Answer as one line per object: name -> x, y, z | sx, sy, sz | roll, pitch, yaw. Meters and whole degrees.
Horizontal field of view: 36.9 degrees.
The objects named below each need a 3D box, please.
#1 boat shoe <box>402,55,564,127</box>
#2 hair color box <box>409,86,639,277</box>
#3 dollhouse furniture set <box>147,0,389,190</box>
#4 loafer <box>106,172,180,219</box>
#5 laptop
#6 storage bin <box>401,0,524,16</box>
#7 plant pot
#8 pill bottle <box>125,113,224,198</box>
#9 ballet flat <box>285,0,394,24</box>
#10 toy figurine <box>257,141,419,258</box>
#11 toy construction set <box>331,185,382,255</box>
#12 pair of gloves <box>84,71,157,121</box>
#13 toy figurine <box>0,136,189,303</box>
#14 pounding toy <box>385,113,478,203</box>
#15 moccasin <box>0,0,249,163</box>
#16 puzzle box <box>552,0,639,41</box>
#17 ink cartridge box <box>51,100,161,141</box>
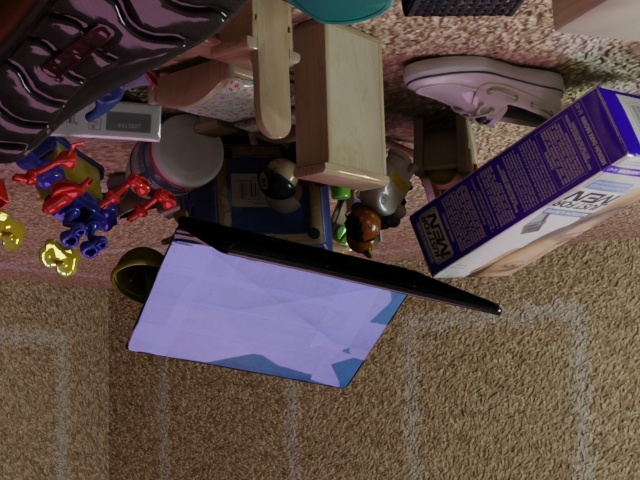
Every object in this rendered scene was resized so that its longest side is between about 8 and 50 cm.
boat shoe -> 0.212, -0.181, 1.204 | 0.226, 0.075, 0.083 | 1, 171, -19
hair color box -> 0.308, -0.065, 1.301 | 0.185, 0.110, 0.339 | 1, 154, -43
dollhouse furniture set -> -0.107, -0.131, 1.141 | 0.356, 0.173, 0.303 | -9, 169, 39
loafer -> -0.263, -0.079, 1.741 | 0.251, 0.087, 0.094 | -3, 171, 10
laptop -> -0.033, 0.124, 1.345 | 0.382, 0.236, 0.408 | 13, -177, -21
storage bin -> 0.107, -0.236, 0.646 | 0.084, 0.122, 0.180 | -1, 172, -5
plant pot -> -0.103, -0.044, 1.565 | 0.236, 0.235, 0.212 | 0, 164, -13
pill bottle -> -0.226, -0.116, 1.433 | 0.108, 0.107, 0.180 | 2, 171, -28
ballet flat -> -0.063, -0.246, 0.519 | 0.147, 0.147, 0.409 | -6, 168, 24
toy figurine -> 0.023, -0.077, 1.368 | 0.210, 0.148, 0.213 | 33, 173, 3
toy construction set -> 0.000, 0.000, 1.830 | 0.257, 0.237, 0.309 | 5, 168, -41
pair of gloves -> -0.265, -0.190, 0.993 | 0.159, 0.023, 0.198 | -10, 149, 18
toy figurine -> -0.318, -0.075, 1.379 | 0.191, 0.217, 0.362 | -39, 140, 13
pounding toy -> 0.170, -0.097, 1.497 | 0.155, 0.154, 0.269 | -4, 171, 14
moccasin -> -0.174, -0.201, 0.778 | 0.139, 0.147, 0.380 | 25, 137, -37
puzzle box -> 0.466, -0.246, 0.906 | 0.409, 0.052, 0.272 | 1, 171, -22
ink cartridge box -> -0.332, -0.170, 1.311 | 0.189, 0.066, 0.232 | 1, -168, -21
